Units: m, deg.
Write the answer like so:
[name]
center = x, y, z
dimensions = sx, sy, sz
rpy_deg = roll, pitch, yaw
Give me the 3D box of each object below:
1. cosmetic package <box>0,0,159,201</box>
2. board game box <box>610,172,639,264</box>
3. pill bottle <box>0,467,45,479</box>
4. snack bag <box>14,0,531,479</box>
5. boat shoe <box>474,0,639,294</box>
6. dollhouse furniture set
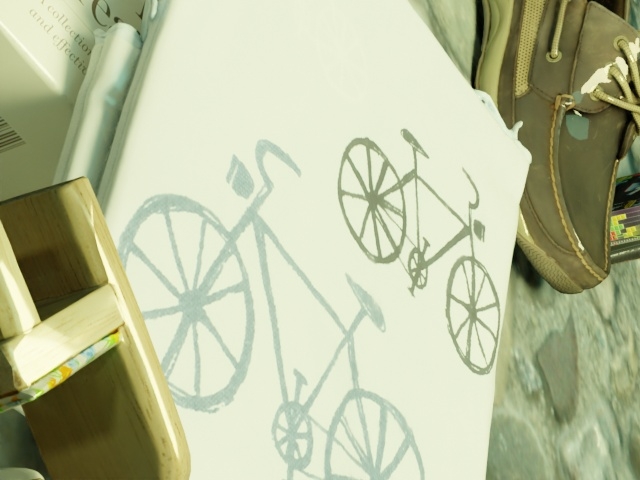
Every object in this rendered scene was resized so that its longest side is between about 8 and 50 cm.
[cosmetic package]
center = -0.050, -0.067, 0.842
dimensions = 0.377, 0.097, 0.284
rpy_deg = 50, 34, -37
[board game box]
center = 0.298, -0.029, 1.404
dimensions = 0.170, 0.141, 0.048
rpy_deg = -32, 105, -62
[pill bottle]
center = -0.100, 0.205, 0.574
dimensions = 0.131, 0.131, 0.229
rpy_deg = -41, 112, -60
[snack bag]
center = 0.000, 0.000, 0.758
dimensions = 0.323, 0.037, 0.342
rpy_deg = 46, 45, -41
[boat shoe]
center = 0.203, -0.134, 1.293
dimensions = 0.132, 0.130, 0.355
rpy_deg = 30, 51, -53
[dollhouse furniture set]
center = -0.167, 0.113, 0.378
dimensions = 0.212, 0.242, 0.161
rpy_deg = -35, 108, -60
